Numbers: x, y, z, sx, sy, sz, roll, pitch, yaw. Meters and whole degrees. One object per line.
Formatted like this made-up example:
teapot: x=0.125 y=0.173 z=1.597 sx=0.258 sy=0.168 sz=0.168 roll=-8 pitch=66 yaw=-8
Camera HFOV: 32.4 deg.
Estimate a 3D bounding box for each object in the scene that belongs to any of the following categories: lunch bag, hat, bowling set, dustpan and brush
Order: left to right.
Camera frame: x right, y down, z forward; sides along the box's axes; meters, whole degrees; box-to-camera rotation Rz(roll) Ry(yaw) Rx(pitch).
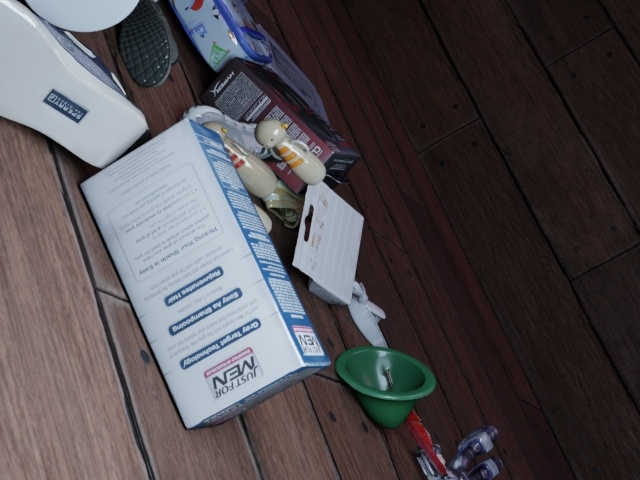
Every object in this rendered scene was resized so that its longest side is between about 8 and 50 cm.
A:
bowling set: x=-0.150 y=-0.067 z=1.594 sx=0.154 sy=0.287 sz=0.200 roll=42 pitch=55 yaw=-31
lunch bag: x=-0.194 y=-0.429 z=2.192 sx=0.243 sy=0.115 sz=0.303 roll=58 pitch=10 yaw=-1
dustpan and brush: x=0.087 y=0.129 z=2.172 sx=0.211 sy=0.060 sz=0.147 roll=38 pitch=26 yaw=-54
hat: x=0.111 y=0.313 z=1.949 sx=0.173 sy=0.184 sz=0.208 roll=-13 pitch=31 yaw=-41

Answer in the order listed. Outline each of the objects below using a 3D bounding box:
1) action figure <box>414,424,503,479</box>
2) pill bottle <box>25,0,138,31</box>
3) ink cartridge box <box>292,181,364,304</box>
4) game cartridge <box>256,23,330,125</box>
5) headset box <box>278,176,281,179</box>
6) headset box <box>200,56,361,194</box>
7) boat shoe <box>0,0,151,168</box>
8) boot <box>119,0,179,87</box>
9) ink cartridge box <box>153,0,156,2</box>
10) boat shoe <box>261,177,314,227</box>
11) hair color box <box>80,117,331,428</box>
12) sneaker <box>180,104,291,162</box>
action figure: x=0.261 y=0.450 z=2.070 sx=0.285 sy=0.099 sz=0.185 roll=-18 pitch=84 yaw=-59
pill bottle: x=-0.341 y=-0.477 z=1.631 sx=0.229 sy=0.229 sz=0.408 roll=49 pitch=19 yaw=-33
ink cartridge box: x=0.000 y=0.000 z=2.008 sx=0.224 sy=0.056 sz=0.181 roll=35 pitch=59 yaw=-53
game cartridge: x=-0.077 y=-0.365 z=2.594 sx=0.297 sy=0.062 sz=0.198 roll=44 pitch=26 yaw=-45
headset box: x=-0.051 y=-0.109 z=2.235 sx=0.062 sy=0.032 sz=0.083 roll=25 pitch=39 yaw=-64
headset box: x=-0.060 y=-0.203 z=2.098 sx=0.293 sy=0.110 sz=0.218 roll=45 pitch=13 yaw=11
boat shoe: x=-0.361 y=-0.221 z=1.348 sx=0.340 sy=0.127 sz=0.158 roll=43 pitch=7 yaw=-47
boot: x=-0.278 y=-0.340 z=1.870 sx=0.161 sy=0.083 sz=0.247 roll=43 pitch=23 yaw=-62
ink cartridge box: x=-0.293 y=-0.497 z=1.997 sx=0.099 sy=0.135 sz=0.056 roll=23 pitch=39 yaw=-64
boat shoe: x=-0.057 y=-0.056 z=2.085 sx=0.190 sy=0.068 sz=0.072 roll=24 pitch=52 yaw=-53
hair color box: x=-0.147 y=0.042 z=1.384 sx=0.347 sy=0.174 sz=0.105 roll=64 pitch=15 yaw=15
sneaker: x=-0.138 y=-0.139 z=1.890 sx=0.228 sy=0.086 sz=0.132 roll=15 pitch=52 yaw=-35
